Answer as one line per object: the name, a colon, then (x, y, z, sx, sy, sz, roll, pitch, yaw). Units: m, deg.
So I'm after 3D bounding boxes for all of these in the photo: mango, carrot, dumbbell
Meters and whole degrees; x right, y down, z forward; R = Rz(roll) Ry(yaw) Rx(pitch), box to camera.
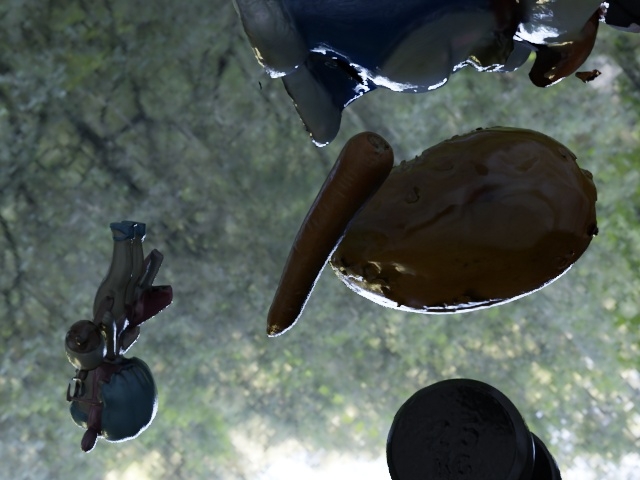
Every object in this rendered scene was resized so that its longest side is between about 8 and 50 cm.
mango: (0.118, -0.019, 0.987, 0.248, 0.156, 0.151, -9, 165, 14)
carrot: (0.000, 0.000, 0.803, 0.190, 0.037, 0.037, -60, -178, 34)
dumbbell: (0.175, 0.253, 1.236, 0.152, 0.218, 0.152, -10, -117, 19)

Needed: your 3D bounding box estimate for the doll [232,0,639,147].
doll: (0.082, -0.139, 0.524, 0.257, 0.161, 0.215, -30, 164, 5)

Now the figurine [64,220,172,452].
figurine: (-0.224, 0.108, 1.252, 0.205, 0.103, 0.260, -122, -140, -83)
